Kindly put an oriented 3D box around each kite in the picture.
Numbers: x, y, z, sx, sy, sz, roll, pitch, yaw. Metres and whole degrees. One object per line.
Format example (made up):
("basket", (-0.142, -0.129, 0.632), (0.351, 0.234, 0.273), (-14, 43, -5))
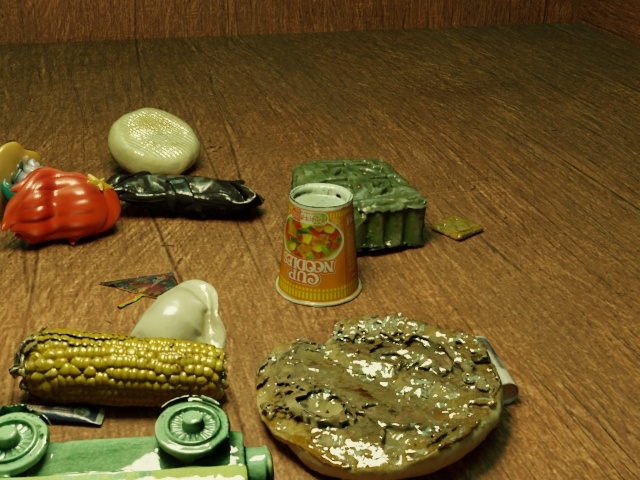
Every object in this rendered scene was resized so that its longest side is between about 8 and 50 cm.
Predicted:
("kite", (-0.314, 0.087, 1.642), (0.190, 0.010, 0.159), (11, 28, 21))

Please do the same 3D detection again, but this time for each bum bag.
("bum bag", (-0.289, -0.097, 1.924), (0.340, 0.095, 0.144), (3, 0, -2))

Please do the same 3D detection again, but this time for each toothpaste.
("toothpaste", (-0.381, 0.249, 1.296), (0.140, 0.021, 0.037), (4, 27, -2))

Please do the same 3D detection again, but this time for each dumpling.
("dumpling", (-0.214, 0.142, 1.439), (0.134, 0.100, 0.169), (29, 37, 20))

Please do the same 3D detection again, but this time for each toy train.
("toy train", (-0.246, 0.317, 1.023), (0.397, 0.160, 0.253), (-2, 33, -6))

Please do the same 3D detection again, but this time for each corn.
("corn", (-0.293, 0.191, 1.323), (0.318, 0.115, 0.115), (4, 26, 1))

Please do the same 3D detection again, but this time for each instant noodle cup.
("instant noodle cup", (0.000, 0.000, 1.636), (0.168, 0.185, 0.168), (2, 26, -1))

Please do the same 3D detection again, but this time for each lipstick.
("lipstick", (0.266, 0.199, 1.408), (0.040, 0.040, 0.141), (-3, 26, -9))

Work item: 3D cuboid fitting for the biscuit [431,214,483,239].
("biscuit", (0.288, -0.028, 1.898), (0.083, 0.018, 0.081), (-20, 32, -37))

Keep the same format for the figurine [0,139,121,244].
("figurine", (-0.551, -0.079, 1.809), (0.257, 0.181, 0.208), (20, -8, 30))

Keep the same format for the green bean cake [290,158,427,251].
("green bean cake", (0.074, -0.073, 1.862), (0.241, 0.132, 0.255), (-3, 26, -17))

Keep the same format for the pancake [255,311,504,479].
("pancake", (0.087, 0.215, 1.333), (0.382, 0.071, 0.382), (-1, 24, 1))

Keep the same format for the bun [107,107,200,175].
("bun", (-0.398, -0.214, 2.139), (0.222, 0.127, 0.222), (17, 43, -17))
